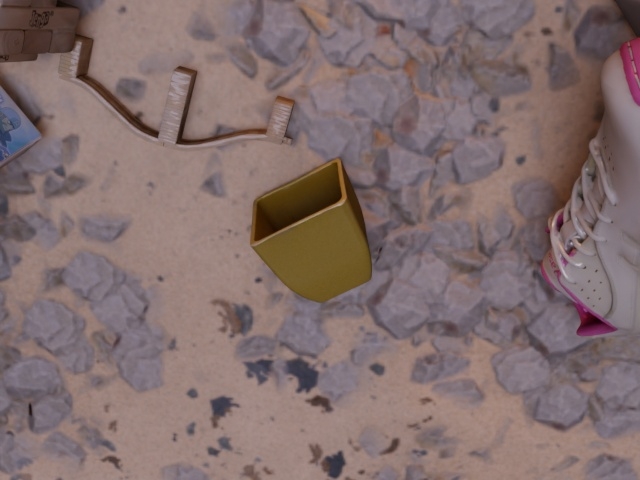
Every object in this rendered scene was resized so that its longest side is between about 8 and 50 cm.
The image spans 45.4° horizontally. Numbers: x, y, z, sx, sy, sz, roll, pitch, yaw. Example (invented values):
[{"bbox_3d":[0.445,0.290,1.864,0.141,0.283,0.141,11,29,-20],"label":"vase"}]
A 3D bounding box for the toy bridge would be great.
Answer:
[{"bbox_3d":[-0.112,-0.105,0.603,0.188,0.026,0.063,17,110,-3],"label":"toy bridge"}]

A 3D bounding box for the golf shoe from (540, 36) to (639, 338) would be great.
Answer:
[{"bbox_3d":[0.214,-0.007,0.529,0.140,0.115,0.306,-14,140,22],"label":"golf shoe"}]

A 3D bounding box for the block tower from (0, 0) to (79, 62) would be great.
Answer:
[{"bbox_3d":[-0.194,-0.282,0.498,0.091,0.097,0.335,23,110,11],"label":"block tower"}]

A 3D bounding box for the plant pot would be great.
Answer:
[{"bbox_3d":[0.000,0.000,0.610,0.081,0.081,0.083,-25,117,11],"label":"plant pot"}]

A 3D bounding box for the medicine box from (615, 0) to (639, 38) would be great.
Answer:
[{"bbox_3d":[0.397,-0.144,0.499,0.289,0.149,0.263,-35,105,15],"label":"medicine box"}]

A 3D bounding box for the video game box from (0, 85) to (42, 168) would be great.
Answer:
[{"bbox_3d":[-0.334,-0.103,0.535,0.048,0.187,0.205,-23,110,45],"label":"video game box"}]
